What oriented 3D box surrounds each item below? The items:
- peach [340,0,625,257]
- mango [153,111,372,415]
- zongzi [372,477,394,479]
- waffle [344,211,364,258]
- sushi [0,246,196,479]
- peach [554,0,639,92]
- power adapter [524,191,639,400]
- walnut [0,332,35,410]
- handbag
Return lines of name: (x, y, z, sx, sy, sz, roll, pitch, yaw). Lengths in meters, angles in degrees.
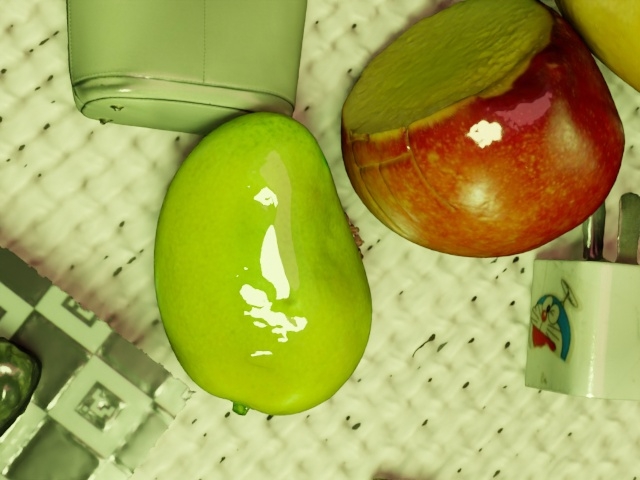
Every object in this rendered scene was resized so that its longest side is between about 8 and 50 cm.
peach: (0.160, -0.101, 1.377, 0.245, 0.275, 0.248, 25, 87, -17)
mango: (-0.058, 0.026, 1.348, 0.185, 0.149, 0.273, -16, 105, 8)
zongzi: (0.102, 0.336, 1.468, 0.178, 0.081, 0.189, 17, 90, -31)
waffle: (0.000, 0.000, 1.443, 0.075, 0.029, 0.083, -40, 101, -19)
sushi: (-0.345, 0.160, 1.211, 0.343, 0.064, 0.359, 38, 85, 0)
peach: (0.370, -0.248, 1.355, 0.290, 0.373, 0.372, -14, 95, -31)
power adapter: (0.284, 0.052, 1.503, 0.125, 0.130, 0.204, 5, 88, -21)
walnut: (-0.280, 0.117, 1.296, 0.105, 0.105, 0.124, -33, 89, -18)
handbag: (-0.119, -0.253, 1.384, 0.241, 0.109, 0.315, 6, 75, -23)
